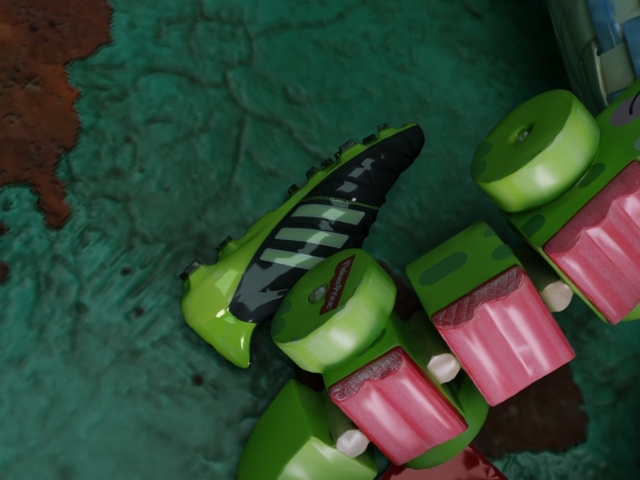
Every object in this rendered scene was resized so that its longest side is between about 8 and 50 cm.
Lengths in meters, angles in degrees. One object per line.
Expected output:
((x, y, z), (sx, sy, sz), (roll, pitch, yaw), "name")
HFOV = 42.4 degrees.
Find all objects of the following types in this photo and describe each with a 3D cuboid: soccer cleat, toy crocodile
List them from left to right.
((0.000, 0.000, 0.480), (0.179, 0.060, 0.072), (-40, 93, -13), "soccer cleat")
((0.090, 0.029, 0.410), (0.340, 0.105, 0.115), (-39, 111, 7), "toy crocodile")

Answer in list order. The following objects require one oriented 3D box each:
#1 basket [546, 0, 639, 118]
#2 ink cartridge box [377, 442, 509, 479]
((0.283, -0.177, 0.491), (0.289, 0.201, 0.254), (-14, 74, 18), "basket")
((0.075, 0.272, 0.365), (0.272, 0.130, 0.309), (42, 71, 6), "ink cartridge box")
